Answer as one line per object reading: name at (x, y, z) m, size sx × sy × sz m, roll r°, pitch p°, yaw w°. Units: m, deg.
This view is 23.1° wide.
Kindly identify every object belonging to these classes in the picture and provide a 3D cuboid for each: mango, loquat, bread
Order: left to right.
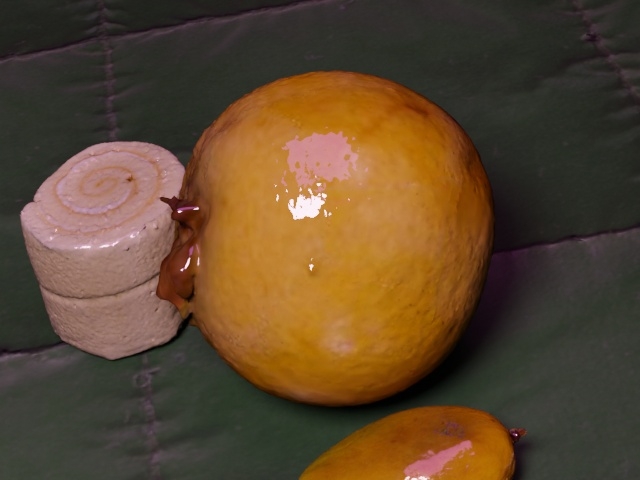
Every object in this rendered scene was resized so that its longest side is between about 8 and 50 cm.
bread at (-0.171, 0.009, 1.345) m, size 0.134 × 0.141 × 0.148 m, roll 23°, pitch 51°, yaw 29°
loquat at (0.000, 0.000, 1.235) m, size 0.275 × 0.275 × 0.275 m, roll -4°, pitch 40°, yaw 4°
mango at (0.065, 0.172, 1.180) m, size 0.187 × 0.066 × 0.101 m, roll -13°, pitch 39°, yaw 6°
